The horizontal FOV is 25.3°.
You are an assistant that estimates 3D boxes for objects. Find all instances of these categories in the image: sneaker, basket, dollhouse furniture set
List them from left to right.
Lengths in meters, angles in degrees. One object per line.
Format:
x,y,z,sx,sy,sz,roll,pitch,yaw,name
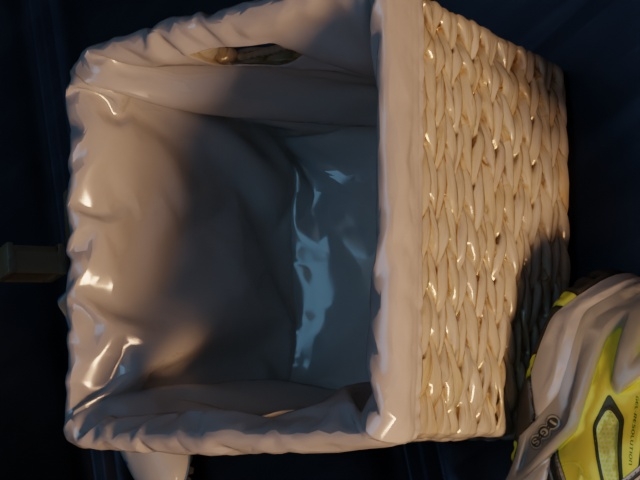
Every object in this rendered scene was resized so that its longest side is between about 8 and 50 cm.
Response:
-0.187,-0.027,1.303,0.161,0.181,0.101,-26,66,56,dollhouse furniture set
-0.193,0.145,1.374,0.085,0.086,0.237,-40,61,26,sneaker
0.000,0.000,1.118,0.328,0.266,0.332,-7,79,39,basket
0.197,0.218,1.002,0.147,0.145,0.385,17,96,40,sneaker
